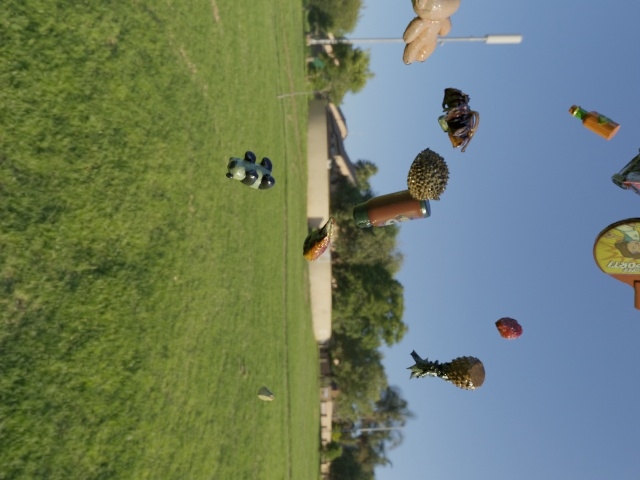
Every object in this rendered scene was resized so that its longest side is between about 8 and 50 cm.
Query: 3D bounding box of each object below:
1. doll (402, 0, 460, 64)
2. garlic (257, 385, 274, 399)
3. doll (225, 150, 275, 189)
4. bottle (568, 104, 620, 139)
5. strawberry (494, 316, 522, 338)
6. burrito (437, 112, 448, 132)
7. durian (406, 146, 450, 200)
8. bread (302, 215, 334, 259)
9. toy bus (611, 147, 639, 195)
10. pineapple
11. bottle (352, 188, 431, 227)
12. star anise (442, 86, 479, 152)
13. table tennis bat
[{"bbox_3d":[0.350,-0.748,1.640,0.156,0.201,0.303,59,-26,18],"label":"doll"},{"bbox_3d":[-0.181,0.508,1.594,0.041,0.053,0.083,-48,-172,-24],"label":"garlic"},{"bbox_3d":[-0.312,-0.307,2.178,0.135,0.234,0.143,-28,-121,35],"label":"doll"},{"bbox_3d":[1.034,-0.457,1.838,0.187,0.069,0.069,42,-28,26],"label":"bottle"},{"bbox_3d":[0.677,0.316,1.748,0.083,0.096,0.083,-50,-154,36],"label":"strawberry"},{"bbox_3d":[0.527,-0.488,1.939,0.074,0.118,0.044,59,-17,-17],"label":"burrito"},{"bbox_3d":[0.340,-0.183,1.452,0.091,0.148,0.188,22,-27,43],"label":"durian"},{"bbox_3d":[-0.004,0.008,2.039,0.269,0.095,0.139,-36,-148,56],"label":"bread"},{"bbox_3d":[1.012,-0.191,1.424,0.143,0.153,0.329,-48,179,10],"label":"toy bus"},{"bbox_3d":[0.433,0.449,1.686,0.277,0.130,0.119,-8,-82,48],"label":"pineapple"},{"bbox_3d":[0.307,-0.140,2.134,0.144,0.336,0.144,-11,90,-69],"label":"bottle"},{"bbox_3d":[0.518,-0.458,1.782,0.220,0.126,0.190,32,47,-60],"label":"star anise"},{"bbox_3d":[1.051,0.082,1.584,0.051,0.268,0.414,-58,134,-35],"label":"table tennis bat"}]
